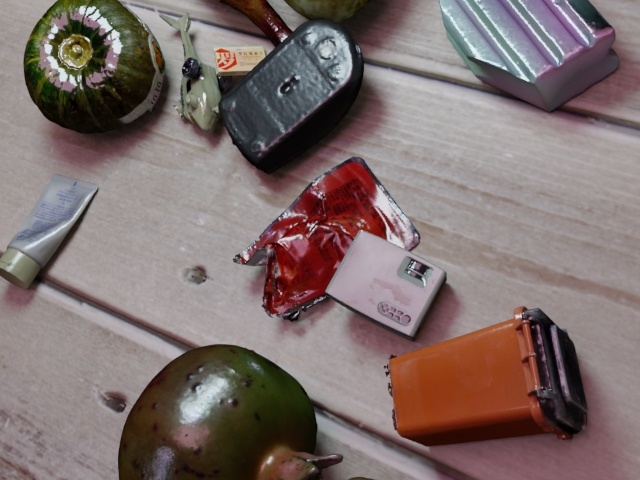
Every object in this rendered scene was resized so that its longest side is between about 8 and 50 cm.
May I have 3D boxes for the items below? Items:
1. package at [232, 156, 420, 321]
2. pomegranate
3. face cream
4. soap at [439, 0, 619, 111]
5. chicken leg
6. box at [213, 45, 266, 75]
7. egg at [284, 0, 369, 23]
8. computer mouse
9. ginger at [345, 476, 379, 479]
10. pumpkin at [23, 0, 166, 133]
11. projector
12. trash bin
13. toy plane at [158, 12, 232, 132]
[{"bbox_3d":[0.000,0.000,1.452,0.270,0.071,0.194,-34,74,2],"label":"package"},{"bbox_3d":[-0.105,0.290,1.266,0.324,0.291,0.290,7,71,19],"label":"pomegranate"},{"bbox_3d":[-0.503,-0.022,1.683,0.114,0.070,0.224,15,63,27],"label":"face cream"},{"bbox_3d":[0.298,-0.356,1.451,0.193,0.109,0.323,-33,61,7],"label":"soap"},{"bbox_3d":[-0.159,-0.457,1.662,0.096,0.158,0.407,-40,63,-4],"label":"chicken leg"},{"bbox_3d":[-0.143,-0.322,1.647,0.093,0.015,0.058,-5,60,-17],"label":"box"},{"bbox_3d":[0.010,-0.507,1.559,0.238,0.238,0.289,-14,66,17],"label":"egg"},{"bbox_3d":[-0.038,-0.241,1.547,0.269,0.100,0.170,-38,61,12],"label":"computer mouse"},{"bbox_3d":[0.127,0.410,1.147,0.223,0.200,0.269,-23,62,15],"label":"ginger"},{"bbox_3d":[-0.419,-0.320,1.699,0.261,0.189,0.260,-1,81,4],"label":"pumpkin"},{"bbox_3d":[0.099,0.067,1.368,0.147,0.061,0.115,27,82,14],"label":"projector"},{"bbox_3d":[0.215,0.192,1.221,0.239,0.184,0.161,-16,63,22],"label":"trash bin"},{"bbox_3d":[-0.233,-0.310,1.675,0.108,0.092,0.286,-34,59,36],"label":"toy plane"}]
